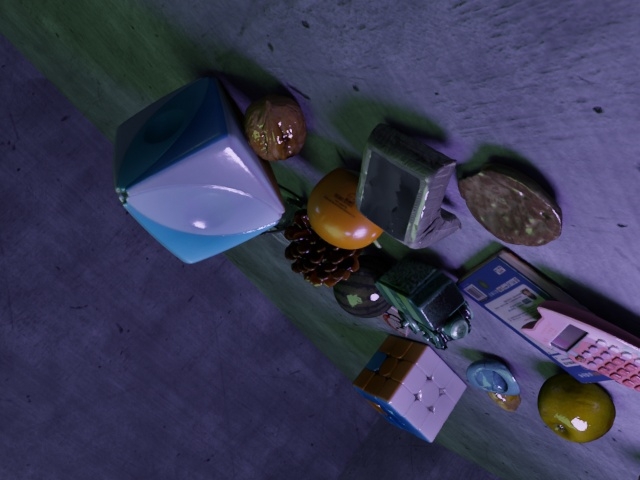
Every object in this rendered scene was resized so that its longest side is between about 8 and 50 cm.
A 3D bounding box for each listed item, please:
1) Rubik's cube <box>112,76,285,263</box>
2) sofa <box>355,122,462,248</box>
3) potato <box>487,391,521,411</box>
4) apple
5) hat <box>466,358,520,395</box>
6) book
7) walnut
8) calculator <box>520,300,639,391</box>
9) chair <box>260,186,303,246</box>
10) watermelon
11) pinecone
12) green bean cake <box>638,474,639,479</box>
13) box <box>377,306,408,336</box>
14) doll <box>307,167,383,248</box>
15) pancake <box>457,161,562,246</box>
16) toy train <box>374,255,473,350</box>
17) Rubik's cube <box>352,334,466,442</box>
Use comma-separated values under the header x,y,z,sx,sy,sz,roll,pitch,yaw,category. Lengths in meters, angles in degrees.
x,y,z,sx,sy,sz,roll,pitch,yaw,category
-0.334,-0.191,1.490,0.352,0.352,0.347,61,-175,-48,Rubik's cube
0.207,-0.124,1.162,0.210,0.176,0.225,37,134,36,sofa
0.636,0.529,1.857,0.138,0.091,0.070,37,148,7,potato
0.702,0.465,1.483,0.196,0.157,0.196,37,157,19,apple
0.585,0.447,1.783,0.191,0.078,0.138,-6,119,49,hat
0.558,0.200,1.325,0.428,0.039,0.300,38,162,6,book
-0.114,-0.284,1.333,0.155,0.155,0.184,33,161,19,walnut
0.620,0.240,1.172,0.330,0.048,0.220,30,158,18,calculator
-0.154,-0.084,1.827,0.203,0.190,0.275,32,-172,25,chair
0.144,0.147,1.732,0.212,0.212,0.212,35,161,14,watermelon
0.009,-0.001,1.617,0.264,0.264,0.264,35,161,14,pinecone
0.985,0.736,1.459,0.236,0.233,0.124,35,-171,12,green bean cake
0.195,0.213,2.019,0.353,0.069,0.214,31,160,20,box
0.076,-0.071,1.401,0.213,0.213,0.236,34,175,17,doll
0.370,-0.070,1.058,0.222,0.042,0.236,38,163,15,pancake
0.300,0.169,1.534,0.238,0.167,0.299,54,168,-24,toy train
0.368,0.610,2.242,0.290,0.291,0.292,46,161,-19,Rubik's cube
